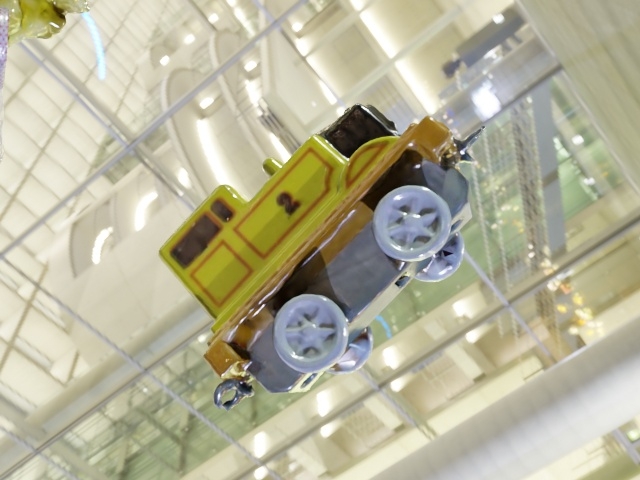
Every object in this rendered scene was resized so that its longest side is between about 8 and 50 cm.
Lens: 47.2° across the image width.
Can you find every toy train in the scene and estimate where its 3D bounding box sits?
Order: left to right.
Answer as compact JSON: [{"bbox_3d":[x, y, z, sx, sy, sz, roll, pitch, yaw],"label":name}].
[{"bbox_3d":[0.000,0.000,0.421,0.127,0.219,0.089,44,-177,17],"label":"toy train"}]

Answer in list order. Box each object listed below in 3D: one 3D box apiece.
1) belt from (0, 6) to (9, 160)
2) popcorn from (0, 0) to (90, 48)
[{"bbox_3d":[-0.314,-0.123,0.666,0.053,0.232,0.071,3,-116,-24],"label":"belt"},{"bbox_3d":[-0.392,-0.327,0.805,0.293,0.292,0.237,-84,-9,-69],"label":"popcorn"}]
